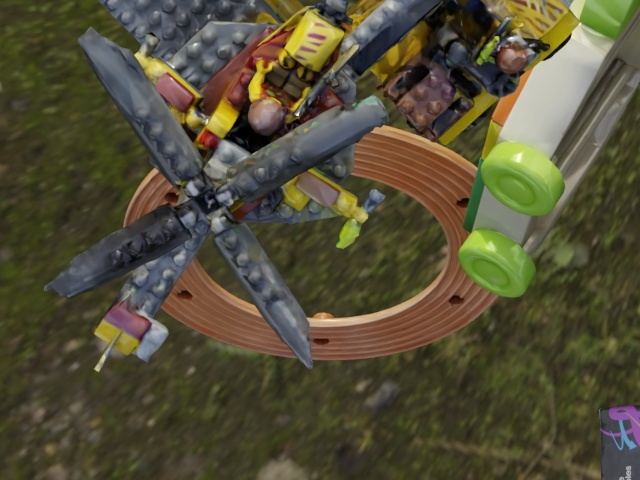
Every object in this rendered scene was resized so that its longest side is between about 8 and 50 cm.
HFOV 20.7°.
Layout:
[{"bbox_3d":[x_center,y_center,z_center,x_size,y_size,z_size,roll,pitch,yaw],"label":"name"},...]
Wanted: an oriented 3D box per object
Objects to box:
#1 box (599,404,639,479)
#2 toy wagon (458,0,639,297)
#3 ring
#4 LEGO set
[{"bbox_3d":[0.282,0.178,1.326,0.162,0.029,0.116,-11,72,45],"label":"box"},{"bbox_3d":[0.191,-0.122,1.215,0.068,0.344,0.267,30,64,13],"label":"toy wagon"},{"bbox_3d":[0.000,0.000,1.497,0.337,0.032,0.336,2,143,2],"label":"ring"},{"bbox_3d":[-0.038,-0.145,0.454,0.255,0.192,0.331,-34,104,13],"label":"LEGO set"}]
